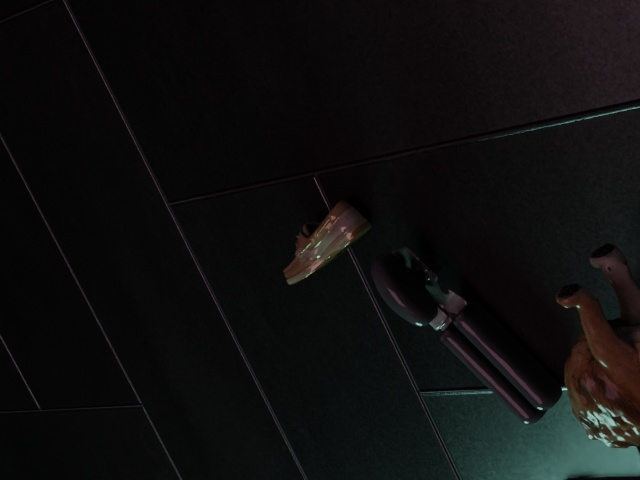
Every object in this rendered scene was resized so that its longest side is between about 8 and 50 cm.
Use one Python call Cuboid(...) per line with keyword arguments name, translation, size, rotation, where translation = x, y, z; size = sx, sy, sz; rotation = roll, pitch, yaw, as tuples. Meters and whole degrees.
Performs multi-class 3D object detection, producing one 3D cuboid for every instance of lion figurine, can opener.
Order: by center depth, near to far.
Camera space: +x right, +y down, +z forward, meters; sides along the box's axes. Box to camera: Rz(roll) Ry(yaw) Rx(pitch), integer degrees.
Cuboid(name="lion figurine", translation=(0.404, 0.111, 1.681), size=(0.392, 0.142, 0.240), rotation=(-9, 118, 45))
Cuboid(name="can opener", translation=(0.172, 0.120, 1.976), size=(0.280, 0.093, 0.074), rotation=(42, 141, 7))

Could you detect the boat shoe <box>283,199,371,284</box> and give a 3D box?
Cuboid(name="boat shoe", translation=(0.000, 0.000, 2.087), size=(0.059, 0.063, 0.170), rotation=(54, 133, 4))
